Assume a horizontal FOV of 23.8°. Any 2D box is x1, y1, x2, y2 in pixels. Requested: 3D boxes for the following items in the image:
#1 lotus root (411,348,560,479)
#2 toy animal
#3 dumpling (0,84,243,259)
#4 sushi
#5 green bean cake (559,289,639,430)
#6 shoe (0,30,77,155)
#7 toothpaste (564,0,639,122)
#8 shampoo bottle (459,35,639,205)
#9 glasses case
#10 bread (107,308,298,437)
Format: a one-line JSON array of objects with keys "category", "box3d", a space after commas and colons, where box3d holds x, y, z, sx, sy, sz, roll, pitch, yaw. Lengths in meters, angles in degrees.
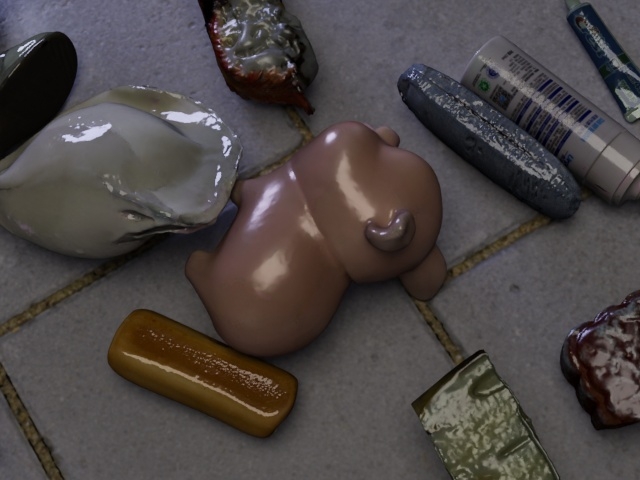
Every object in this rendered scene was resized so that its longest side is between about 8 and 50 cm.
[{"category": "lotus root", "box3d": [0.204, 0.255, 1.768, 0.119, 0.138, 0.235, -29, 71, 1]}, {"category": "toy animal", "box3d": [0.000, 0.000, 1.842, 0.269, 0.237, 0.326, 23, 77, 21]}, {"category": "dumpling", "box3d": [-0.269, -0.096, 1.933, 0.341, 0.181, 0.260, -16, 35, 42]}, {"category": "sushi", "box3d": [-0.095, -0.304, 2.001, 0.130, 0.124, 0.332, -20, 68, 6]}, {"category": "green bean cake", "box3d": [0.417, 0.148, 1.803, 0.233, 0.097, 0.198, -24, 70, -4]}, {"category": "shoe", "box3d": [-0.440, -0.182, 2.011, 0.275, 0.103, 0.098, -41, 52, -14]}, {"category": "toothpaste", "box3d": [0.373, -0.245, 1.982, 0.057, 0.035, 0.197, -34, 71, 10]}, {"category": "shampoo bottle", "box3d": [0.317, -0.137, 1.918, 0.303, 0.092, 0.092, 39, 79, 17]}, {"category": "glasses case", "box3d": [0.212, -0.125, 1.914, 0.282, 0.109, 0.067, 38, 77, 16]}, {"category": "bread", "box3d": [-0.143, 0.167, 1.865, 0.239, 0.074, 0.092, 24, 59, 12]}]
